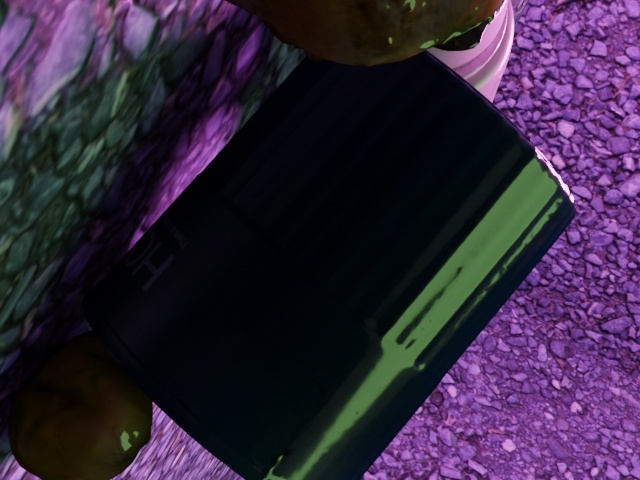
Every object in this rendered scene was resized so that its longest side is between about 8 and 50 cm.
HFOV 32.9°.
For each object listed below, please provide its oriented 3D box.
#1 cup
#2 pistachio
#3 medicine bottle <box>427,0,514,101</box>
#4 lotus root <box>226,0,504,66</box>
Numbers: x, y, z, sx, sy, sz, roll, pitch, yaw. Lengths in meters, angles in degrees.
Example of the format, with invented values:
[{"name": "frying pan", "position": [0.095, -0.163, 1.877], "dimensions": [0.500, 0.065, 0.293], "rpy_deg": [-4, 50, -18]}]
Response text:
[{"name": "cup", "position": [0.014, 0.012, 0.828], "dimensions": [0.292, 0.242, 0.308], "rpy_deg": [-49, 177, 2]}, {"name": "pistachio", "position": [-0.175, 0.126, 0.789], "dimensions": [0.110, 0.100, 0.189], "rpy_deg": [-33, -178, -11]}, {"name": "medicine bottle", "position": [0.090, -0.182, 1.010], "dimensions": [0.170, 0.170, 0.293], "rpy_deg": [-58, 171, -10]}, {"name": "lotus root", "position": [0.012, -0.204, 0.443], "dimensions": [0.199, 0.188, 0.180], "rpy_deg": [-53, 160, -25]}]
